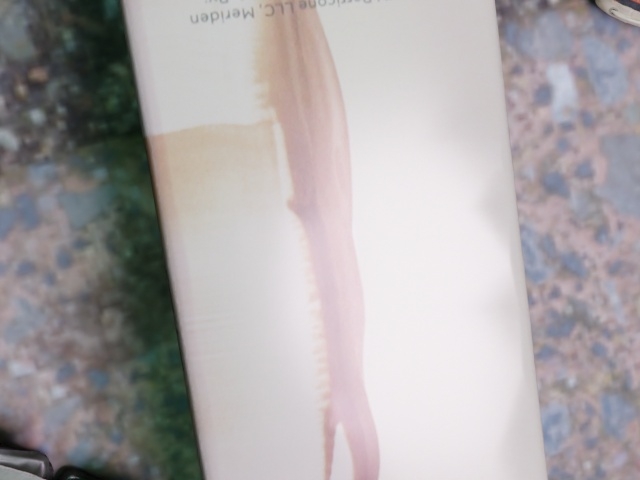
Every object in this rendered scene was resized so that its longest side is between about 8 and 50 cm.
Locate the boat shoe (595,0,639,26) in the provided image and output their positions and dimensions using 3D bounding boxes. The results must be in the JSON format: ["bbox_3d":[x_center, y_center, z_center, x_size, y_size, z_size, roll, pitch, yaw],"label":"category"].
[{"bbox_3d":[0.202,-0.107,0.476,0.137,0.049,0.043,20,136,-15],"label":"boat shoe"}]

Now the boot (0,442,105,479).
[{"bbox_3d":[-0.198,0.153,0.424,0.247,0.083,0.161,19,87,-18],"label":"boot"}]

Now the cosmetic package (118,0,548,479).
[{"bbox_3d":[0.000,0.000,0.396,0.129,0.153,0.296,-10,98,-8],"label":"cosmetic package"}]
